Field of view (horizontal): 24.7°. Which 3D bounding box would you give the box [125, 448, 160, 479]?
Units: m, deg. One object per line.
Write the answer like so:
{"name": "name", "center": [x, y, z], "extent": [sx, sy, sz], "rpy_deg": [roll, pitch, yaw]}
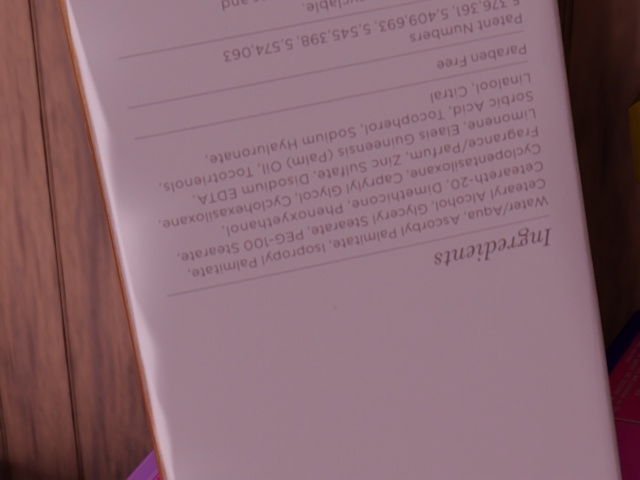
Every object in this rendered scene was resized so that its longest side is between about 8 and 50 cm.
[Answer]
{"name": "box", "center": [-0.037, 0.205, 0.753], "extent": [0.201, 0.293, 0.057], "rpy_deg": [40, 166, 8]}

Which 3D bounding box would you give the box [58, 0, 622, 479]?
{"name": "box", "center": [0.000, 0.000, 0.601], "extent": [0.168, 0.215, 0.345], "rpy_deg": [-12, 103, -7]}

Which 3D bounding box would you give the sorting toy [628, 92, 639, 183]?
{"name": "sorting toy", "center": [0.242, -0.105, 0.575], "extent": [0.229, 0.041, 0.307], "rpy_deg": [49, 128, -5]}

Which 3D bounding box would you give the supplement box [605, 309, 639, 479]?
{"name": "supplement box", "center": [0.228, 0.115, 0.643], "extent": [0.220, 0.114, 0.111], "rpy_deg": [9, 117, 28]}
